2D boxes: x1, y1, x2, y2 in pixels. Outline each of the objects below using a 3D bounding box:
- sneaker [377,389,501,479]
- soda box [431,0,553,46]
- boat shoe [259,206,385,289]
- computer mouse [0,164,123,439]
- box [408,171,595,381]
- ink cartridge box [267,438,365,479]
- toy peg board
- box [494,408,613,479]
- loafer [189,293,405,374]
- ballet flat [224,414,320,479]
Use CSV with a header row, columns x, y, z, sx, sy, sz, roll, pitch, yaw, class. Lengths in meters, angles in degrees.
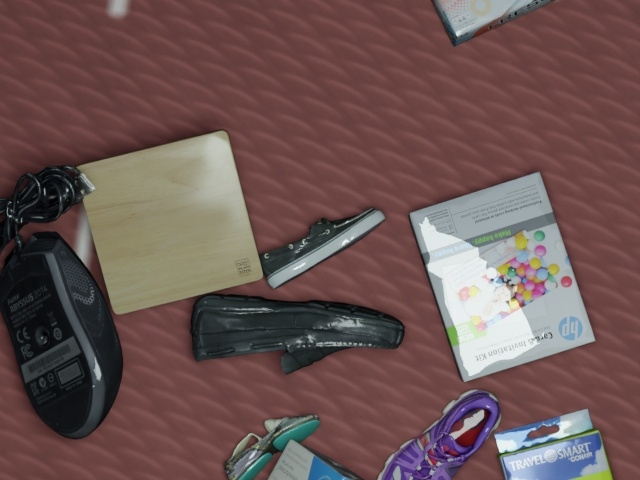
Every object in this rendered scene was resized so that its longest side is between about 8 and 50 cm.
x,y,z,sx,sy,sz,roll,pitch,yaw,class
0.119,0.219,1.667,0.068,0.071,0.170,39,89,4,sneaker
0.210,-0.272,1.707,0.183,0.058,0.063,-25,85,1,soda box
0.000,0.000,1.699,0.142,0.049,0.040,-31,85,2,boat shoe
-0.264,0.068,1.675,0.188,0.072,0.272,-22,82,38,computer mouse
0.188,0.038,1.695,0.145,0.038,0.186,-17,86,1,box
-0.031,0.331,1.624,0.078,0.134,0.231,31,86,-27,ink cartridge box
-0.155,-0.025,1.703,0.161,0.079,0.160,-14,101,1,toy peg board
0.252,0.273,1.673,0.109,0.042,0.178,-15,86,0,box
-0.025,0.100,1.683,0.223,0.076,0.078,4,92,6,loafer
-0.055,0.209,1.692,0.114,0.041,0.041,-38,85,-2,ballet flat
